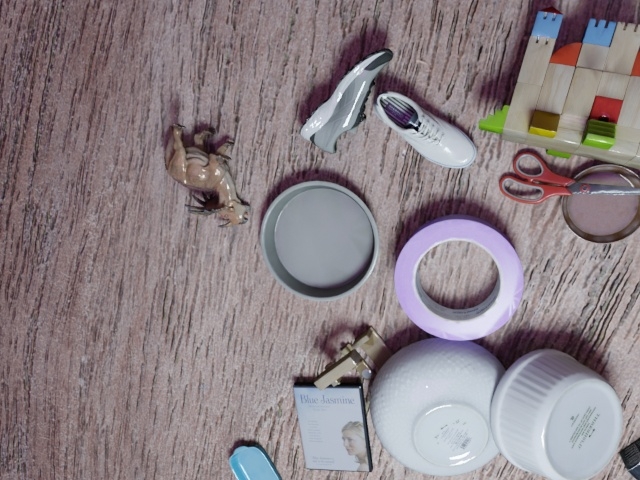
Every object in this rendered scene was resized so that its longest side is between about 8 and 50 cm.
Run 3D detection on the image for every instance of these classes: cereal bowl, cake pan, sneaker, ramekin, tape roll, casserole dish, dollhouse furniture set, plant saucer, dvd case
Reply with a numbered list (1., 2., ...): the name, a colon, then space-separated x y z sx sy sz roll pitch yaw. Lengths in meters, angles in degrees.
1. cereal bowl: 0.281 0.398 1.209 0.340 0.141 0.338 1 106 3
2. cake pan: 0.000 0.000 1.292 0.294 0.054 0.292 3 101 15
3. sneaker: 0.222 -0.238 1.168 0.258 0.091 0.094 32 107 7
4. ramekin: 0.503 0.374 1.121 0.273 0.127 0.272 -1 94 -21
5. tape roll: 0.309 0.081 1.207 0.275 0.090 0.274 3 101 15
6. sneaker: 0.072 -0.313 1.201 0.108 0.100 0.271 40 114 -5
7. casserole dish: -0.170 0.640 1.467 0.114 0.037 0.188 -30 91 18
8. dollhouse furniture set: 0.094 0.317 1.276 0.144 0.151 0.123 -40 89 20
9. plant saucer: 0.598 -0.077 1.131 0.169 0.029 0.168 3 100 16
10. dvd case: 0.033 0.482 1.378 0.181 0.022 0.252 -4 104 16

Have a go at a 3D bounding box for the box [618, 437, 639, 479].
1. box: 0.783 0.481 1.159 0.147 0.077 0.180 45 108 4

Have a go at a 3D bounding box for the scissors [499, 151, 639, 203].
1. scissors: 0.530 -0.101 1.118 0.297 0.021 0.108 23 100 23

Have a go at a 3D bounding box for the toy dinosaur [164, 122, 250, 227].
1. toy dinosaur: -0.303 -0.164 1.312 0.296 0.127 0.200 33 114 13

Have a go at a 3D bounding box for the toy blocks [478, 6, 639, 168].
1. toy blocks: 0.538 -0.301 1.044 0.382 0.191 0.260 17 92 17
